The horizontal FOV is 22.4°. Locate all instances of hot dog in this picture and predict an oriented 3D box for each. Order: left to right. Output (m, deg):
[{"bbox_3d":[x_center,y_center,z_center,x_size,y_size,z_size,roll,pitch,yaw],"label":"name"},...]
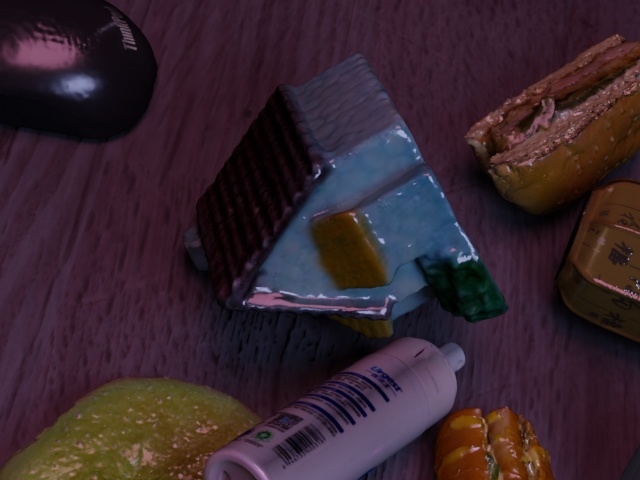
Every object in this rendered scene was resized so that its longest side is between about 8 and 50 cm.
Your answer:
[{"bbox_3d":[0.163,0.264,1.431,0.115,0.072,0.269,6,50,-16],"label":"hot dog"}]

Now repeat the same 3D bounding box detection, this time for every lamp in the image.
[{"bbox_3d":[0.336,0.027,1.597,0.185,0.161,0.161,22,51,7],"label":"lamp"}]

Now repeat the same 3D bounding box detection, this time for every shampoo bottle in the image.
[{"bbox_3d":[0.030,0.163,1.445,0.092,0.092,0.303,41,42,21],"label":"shampoo bottle"}]

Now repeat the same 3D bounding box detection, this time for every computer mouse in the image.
[{"bbox_3d":[-0.305,-0.204,1.693,0.269,0.100,0.170,8,49,-5],"label":"computer mouse"}]

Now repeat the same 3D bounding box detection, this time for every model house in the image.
[{"bbox_3d":[0.000,0.000,1.519,0.249,0.230,0.280,-30,22,4],"label":"model house"}]

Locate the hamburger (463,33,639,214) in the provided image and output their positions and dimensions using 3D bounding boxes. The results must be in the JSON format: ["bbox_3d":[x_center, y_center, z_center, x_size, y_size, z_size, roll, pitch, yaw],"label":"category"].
[{"bbox_3d":[0.273,-0.112,1.710,0.262,0.131,0.124,-32,29,-24],"label":"hamburger"}]

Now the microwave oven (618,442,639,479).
[{"bbox_3d":[0.351,0.232,1.399,0.122,0.208,0.162,-19,58,-24],"label":"microwave oven"}]

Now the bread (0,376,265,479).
[{"bbox_3d":[-0.138,0.245,1.404,0.301,0.045,0.301,6,52,-7],"label":"bread"}]
